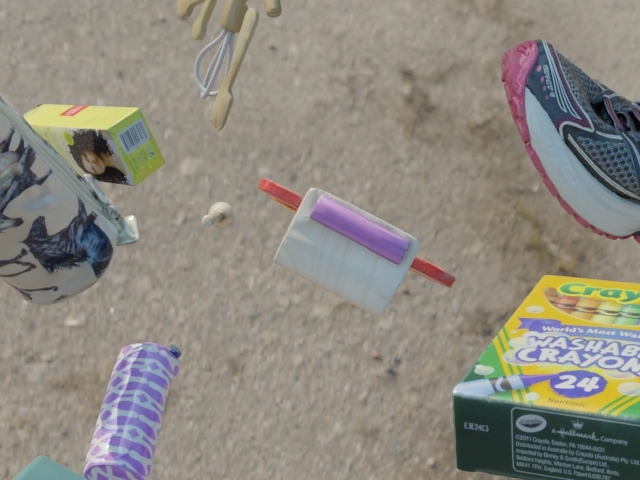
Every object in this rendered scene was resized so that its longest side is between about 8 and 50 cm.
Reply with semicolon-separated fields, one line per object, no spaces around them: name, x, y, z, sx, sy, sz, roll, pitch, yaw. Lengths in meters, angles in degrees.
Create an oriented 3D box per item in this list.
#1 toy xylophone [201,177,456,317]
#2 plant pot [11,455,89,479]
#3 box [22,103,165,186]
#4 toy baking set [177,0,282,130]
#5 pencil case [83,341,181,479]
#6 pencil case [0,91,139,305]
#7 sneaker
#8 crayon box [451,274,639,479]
toy xylophone;0.000;0.000;1.372;0.236;0.323;0.081;28;90;-7
plant pot;-0.266;0.326;1.214;0.166;0.165;0.234;31;45;-8
box;-0.299;-0.125;1.731;0.232;0.087;0.058;8;39;48
toy baking set;-0.096;-0.260;1.503;0.030;0.197;0.256;4;61;-32
pencil case;-0.237;0.227;1.729;0.086;0.088;0.206;-11;44;27
pencil case;-0.385;-0.094;1.557;0.184;0.410;0.160;-29;48;7
sneaker;0.245;-0.056;0.947;0.299;0.112;0.121;30;35;-25
crayon box;0.272;0.116;1.265;0.203;0.083;0.323;5;22;25
